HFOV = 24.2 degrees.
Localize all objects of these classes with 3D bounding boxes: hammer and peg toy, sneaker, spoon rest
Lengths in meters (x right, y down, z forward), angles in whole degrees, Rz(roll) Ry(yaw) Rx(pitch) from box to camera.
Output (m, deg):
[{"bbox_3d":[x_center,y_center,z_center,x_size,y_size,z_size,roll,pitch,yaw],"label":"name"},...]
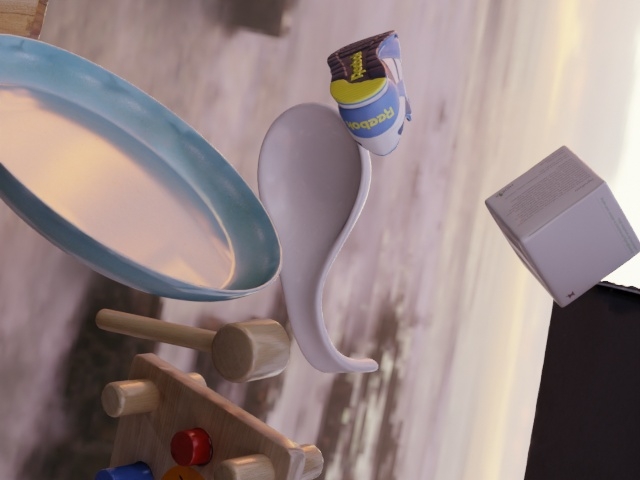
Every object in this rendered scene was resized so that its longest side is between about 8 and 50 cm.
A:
[{"bbox_3d":[-0.124,0.225,1.539,0.127,0.266,0.361,-3,112,-47],"label":"hammer and peg toy"},{"bbox_3d":[0.037,-0.109,1.081,0.144,0.053,0.059,-77,144,-61],"label":"sneaker"},{"bbox_3d":[0.000,0.000,1.485,0.084,0.137,0.277,-9,92,-53],"label":"spoon rest"}]

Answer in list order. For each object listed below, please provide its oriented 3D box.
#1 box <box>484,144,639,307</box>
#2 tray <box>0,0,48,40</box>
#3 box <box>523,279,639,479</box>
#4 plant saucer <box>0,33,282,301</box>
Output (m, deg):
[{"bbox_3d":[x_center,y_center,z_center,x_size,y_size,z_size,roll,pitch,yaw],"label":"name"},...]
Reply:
[{"bbox_3d":[0.233,-0.014,1.434,0.101,0.102,0.087,54,2,-35],"label":"box"},{"bbox_3d":[-0.499,-0.331,1.657,0.202,0.411,0.076,-7,125,-44],"label":"tray"},{"bbox_3d":[0.461,0.310,1.462,0.297,0.471,0.480,-165,-95,-72],"label":"box"},{"bbox_3d":[-0.172,-0.053,1.220,0.044,0.317,0.317,-51,-177,20],"label":"plant saucer"}]
